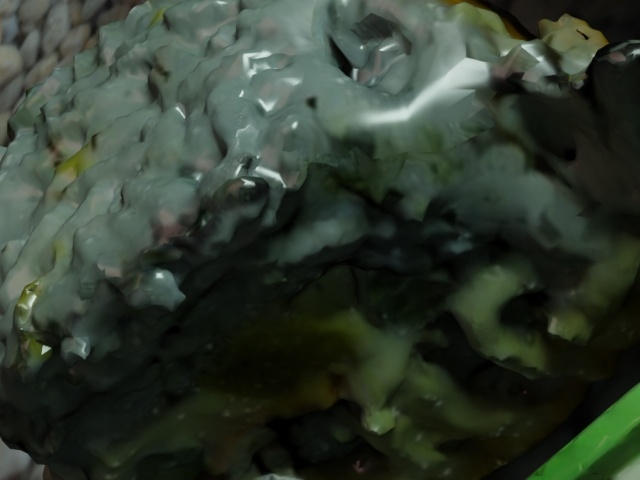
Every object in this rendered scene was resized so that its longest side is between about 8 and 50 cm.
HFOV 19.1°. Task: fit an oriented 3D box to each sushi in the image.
[{"bbox_3d":[0.000,0.000,0.620,0.274,0.184,0.139,-40,41,22],"label":"sushi"}]

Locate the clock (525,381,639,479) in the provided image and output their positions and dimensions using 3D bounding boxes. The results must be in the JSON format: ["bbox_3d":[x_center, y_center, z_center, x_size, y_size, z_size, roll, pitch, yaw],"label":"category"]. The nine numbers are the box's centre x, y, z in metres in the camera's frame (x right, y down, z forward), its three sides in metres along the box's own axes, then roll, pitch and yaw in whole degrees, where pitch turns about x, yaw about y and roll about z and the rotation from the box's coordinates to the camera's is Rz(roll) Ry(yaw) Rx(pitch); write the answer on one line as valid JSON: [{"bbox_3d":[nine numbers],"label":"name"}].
[{"bbox_3d":[0.092,0.196,0.457,0.220,0.106,0.255,-44,44,20],"label":"clock"}]
